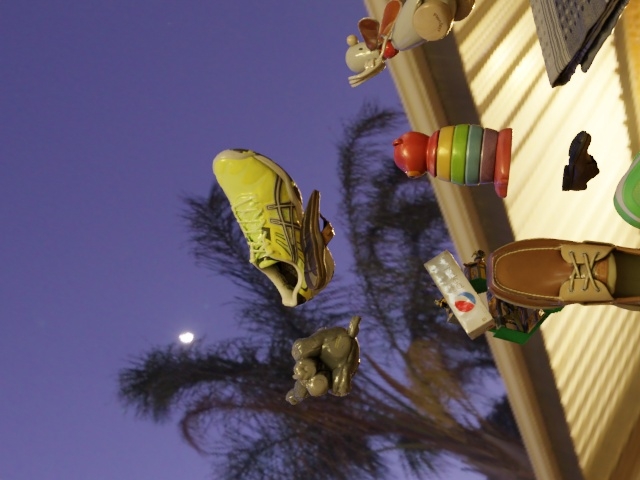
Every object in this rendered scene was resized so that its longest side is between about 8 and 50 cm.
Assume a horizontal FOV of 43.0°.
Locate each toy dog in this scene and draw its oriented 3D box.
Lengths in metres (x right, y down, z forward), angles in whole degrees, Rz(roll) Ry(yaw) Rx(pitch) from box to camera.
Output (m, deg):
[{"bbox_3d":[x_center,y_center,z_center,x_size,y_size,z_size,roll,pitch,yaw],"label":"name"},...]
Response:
[{"bbox_3d":[0.172,-0.499,1.812,0.161,0.334,0.220,58,-158,-14],"label":"toy dog"}]

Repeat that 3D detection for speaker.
[{"bbox_3d":[0.652,-0.147,1.467,0.131,0.131,0.296,-39,-18,-35],"label":"speaker"}]

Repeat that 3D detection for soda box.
[{"bbox_3d":[0.344,0.133,2.005,0.074,0.216,0.069,-33,-29,6],"label":"soda box"}]

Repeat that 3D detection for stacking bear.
[{"bbox_3d":[0.324,-0.209,2.017,0.175,0.289,0.164,46,-130,-74],"label":"stacking bear"}]

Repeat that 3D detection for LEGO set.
[{"bbox_3d":[0.483,0.126,2.213,0.192,0.332,0.254,-88,10,-46],"label":"LEGO set"}]

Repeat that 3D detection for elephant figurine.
[{"bbox_3d":[0.004,0.279,1.860,0.239,0.186,0.169,103,159,-78],"label":"elephant figurine"}]

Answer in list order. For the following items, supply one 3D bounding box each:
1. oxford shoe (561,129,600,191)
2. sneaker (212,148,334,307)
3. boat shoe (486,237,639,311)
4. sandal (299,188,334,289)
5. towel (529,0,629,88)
[{"bbox_3d":[0.749,-0.226,2.306,0.227,0.096,0.082,81,-161,-54],"label":"oxford shoe"},{"bbox_3d":[-0.105,-0.028,1.750,0.384,0.145,0.147,54,-144,-14],"label":"sneaker"},{"bbox_3d":[0.434,0.049,1.306,0.324,0.120,0.122,1,-100,-6],"label":"boat shoe"},{"bbox_3d":[0.000,0.000,1.621,0.060,0.219,0.090,6,-37,-19],"label":"sandal"},{"bbox_3d":[0.319,-0.392,1.013,0.312,0.056,0.324,97,165,-74],"label":"towel"}]
